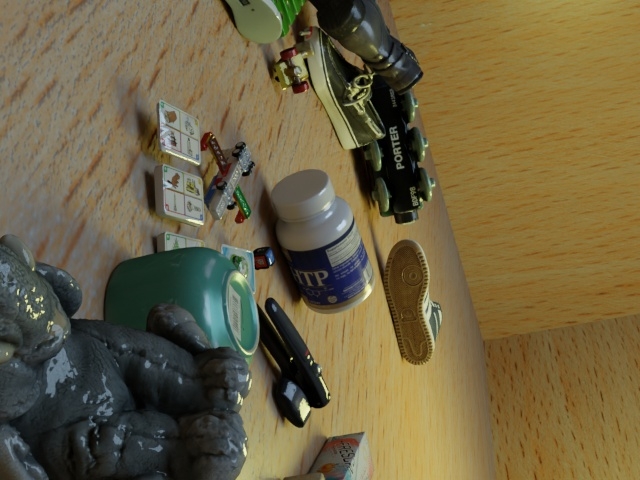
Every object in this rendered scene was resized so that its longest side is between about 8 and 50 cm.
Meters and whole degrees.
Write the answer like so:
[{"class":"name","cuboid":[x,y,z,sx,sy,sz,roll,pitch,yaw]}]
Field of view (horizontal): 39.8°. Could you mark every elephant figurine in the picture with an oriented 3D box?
[{"class":"elephant figurine","cuboid":[-0.167,0.068,0.469,0.239,0.186,0.169,34,3,-34]}]

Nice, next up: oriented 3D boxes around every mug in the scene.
[{"class":"mug","cuboid":[-0.107,0.083,0.766,0.129,0.097,0.158,-62,138,-69]}]

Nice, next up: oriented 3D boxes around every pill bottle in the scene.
[{"class":"pill bottle","cuboid":[0.000,0.000,1.228,0.112,0.112,0.187,-82,156,-53]}]

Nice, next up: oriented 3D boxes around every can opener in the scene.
[{"class":"can opener","cuboid":[-0.036,0.143,1.077,0.073,0.059,0.186,-79,153,-57]}]

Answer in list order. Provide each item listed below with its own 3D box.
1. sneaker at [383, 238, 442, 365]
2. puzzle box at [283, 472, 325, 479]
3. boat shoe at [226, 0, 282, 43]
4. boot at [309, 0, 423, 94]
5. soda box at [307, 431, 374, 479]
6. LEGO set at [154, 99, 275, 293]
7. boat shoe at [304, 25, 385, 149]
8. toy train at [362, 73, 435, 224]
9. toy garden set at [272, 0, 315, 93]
[{"class":"sneaker","cuboid":[0.210,0.120,1.968,0.153,0.099,0.282,-45,129,-68]},{"class":"puzzle box","cuboid":[0.018,0.508,0.999,0.272,0.052,0.409,-73,148,-61]},{"class":"boat shoe","cuboid":[-0.102,-0.354,1.217,0.183,0.065,0.083,51,32,-59]},{"class":"boot","cuboid":[0.084,-0.423,1.711,0.222,0.118,0.338,37,32,-32]},{"class":"soda box","cuboid":[0.026,0.317,1.175,0.183,0.058,0.063,-37,114,-75]},{"class":"LEGO set","cuboid":[-0.122,-0.032,0.957,0.244,0.060,0.183,17,68,-66]},{"class":"boat shoe","cuboid":[0.054,-0.293,1.692,0.306,0.105,0.113,64,20,-45]},{"class":"toy train","cuboid":[0.151,-0.201,1.925,0.190,0.142,0.334,-131,-152,-80]},{"class":"toy garden set","cuboid":[-0.062,-0.359,1.422,0.244,0.049,0.204,-76,149,-62]}]
